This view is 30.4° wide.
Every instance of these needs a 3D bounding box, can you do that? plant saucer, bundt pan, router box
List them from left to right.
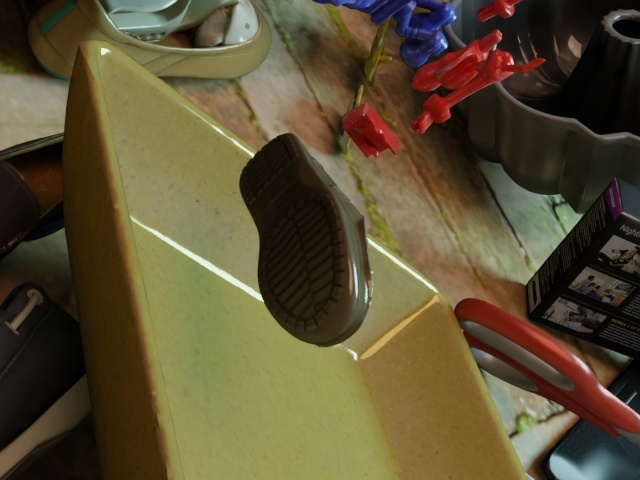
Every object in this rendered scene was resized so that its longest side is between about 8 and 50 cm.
[{"bbox_3d":[-0.004,0.097,0.593,0.333,0.081,0.333,35,24,-41],"label":"plant saucer"},{"bbox_3d":[0.264,-0.139,1.040,0.330,0.124,0.331,1,43,-1],"label":"bundt pan"},{"bbox_3d":[0.274,0.038,0.933,0.178,0.133,0.046,21,42,-13],"label":"router box"}]

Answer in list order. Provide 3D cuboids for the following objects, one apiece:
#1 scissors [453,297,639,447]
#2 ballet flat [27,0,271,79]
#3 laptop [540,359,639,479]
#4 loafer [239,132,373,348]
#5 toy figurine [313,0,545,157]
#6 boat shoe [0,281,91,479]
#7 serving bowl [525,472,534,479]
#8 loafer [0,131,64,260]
[{"bbox_3d":[0.215,0.131,0.797,0.297,0.109,0.021,33,72,10],"label":"scissors"},{"bbox_3d":[-0.095,-0.152,0.814,0.232,0.073,0.080,-22,75,-52],"label":"ballet flat"},{"bbox_3d":[0.330,0.197,0.870,0.264,0.136,0.234,53,36,8],"label":"laptop"},{"bbox_3d":[0.000,0.000,0.567,0.050,0.056,0.148,36,22,-32],"label":"loafer"},{"bbox_3d":[0.056,-0.263,0.912,0.217,0.191,0.363,47,41,-25],"label":"toy figurine"},{"bbox_3d":[-0.172,0.090,0.494,0.079,0.095,0.254,47,34,-1],"label":"boat shoe"},{"bbox_3d":[0.120,0.187,0.758,0.083,0.027,0.083,26,42,-26],"label":"serving bowl"},{"bbox_3d":[-0.175,-0.020,0.621,0.062,0.061,0.170,47,37,-2],"label":"loafer"}]
